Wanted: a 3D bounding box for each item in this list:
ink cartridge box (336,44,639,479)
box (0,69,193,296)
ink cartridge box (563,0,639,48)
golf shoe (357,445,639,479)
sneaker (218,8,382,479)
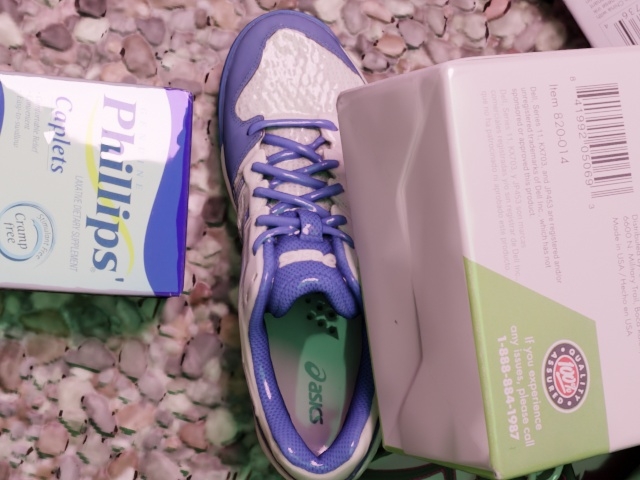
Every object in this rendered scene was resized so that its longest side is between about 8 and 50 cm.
[{"bbox_3d":[0.200,-0.006,0.714,0.353,0.119,0.207,-8,91,-26],"label":"ink cartridge box"},{"bbox_3d":[-0.149,-0.031,0.744,0.137,0.072,0.126,4,85,-14],"label":"box"},{"bbox_3d":[0.303,-0.109,0.822,0.186,0.065,0.311,-31,91,25],"label":"ink cartridge box"},{"bbox_3d":[0.101,0.160,0.767,0.273,0.120,0.105,-30,94,-13],"label":"golf shoe"},{"bbox_3d":[0.000,0.000,0.742,0.112,0.131,0.296,-8,85,-2],"label":"sneaker"}]
